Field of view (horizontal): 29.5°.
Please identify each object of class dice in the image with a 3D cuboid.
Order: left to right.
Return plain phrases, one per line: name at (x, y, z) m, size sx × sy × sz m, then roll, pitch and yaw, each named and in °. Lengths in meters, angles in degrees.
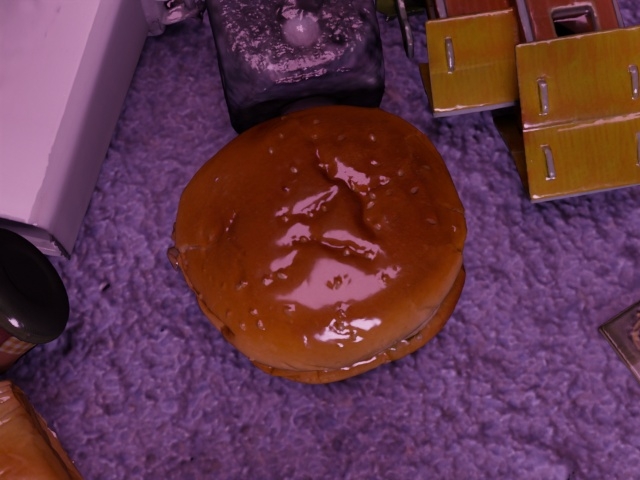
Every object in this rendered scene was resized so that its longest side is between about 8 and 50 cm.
dice at (-0.030, -0.224, 1.373) m, size 0.181 × 0.182 × 0.183 m, roll -12°, pitch 71°, yaw -6°

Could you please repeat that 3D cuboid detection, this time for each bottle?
bottle at (-0.394, 0.106, 1.252) m, size 0.271 × 0.156 × 0.143 m, roll -37°, pitch 84°, yaw 18°

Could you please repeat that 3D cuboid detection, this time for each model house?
model house at (0.236, -0.213, 1.290) m, size 0.300 × 0.340 × 0.324 m, roll -10°, pitch 74°, yaw -2°

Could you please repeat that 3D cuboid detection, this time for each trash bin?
trash bin at (-0.305, -0.177, 1.335) m, size 0.295 × 0.256 × 0.368 m, roll 12°, pitch 77°, yaw 0°

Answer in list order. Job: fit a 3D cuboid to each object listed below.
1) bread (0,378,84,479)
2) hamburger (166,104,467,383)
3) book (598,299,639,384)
bread at (-0.292, 0.266, 1.195) m, size 0.133 × 0.179 × 0.250 m, roll -35°, pitch 72°, yaw -8°
hamburger at (0.000, 0.000, 1.299) m, size 0.314 × 0.170 × 0.290 m, roll -22°, pitch 65°, yaw -6°
book at (0.485, 0.164, 1.314) m, size 0.228 × 0.018 × 0.322 m, roll -32°, pitch 72°, yaw -11°
